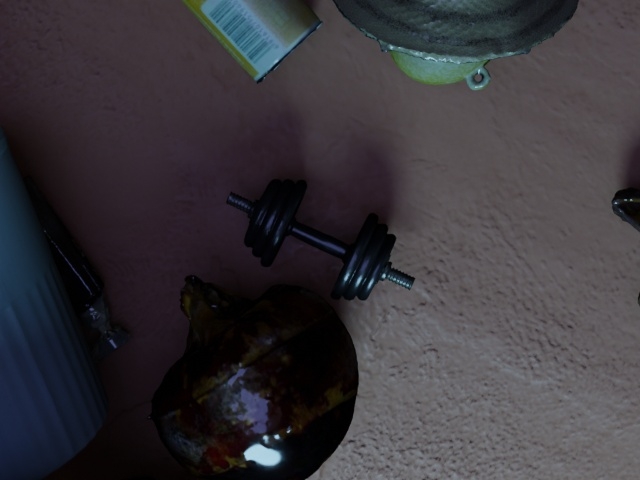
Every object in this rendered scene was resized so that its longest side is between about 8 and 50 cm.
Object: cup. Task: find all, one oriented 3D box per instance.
[{"bbox_3d":[-0.403,0.089,1.353,0.331,0.257,0.311,-16,109,14],"label":"cup"}]

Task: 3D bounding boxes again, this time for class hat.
[{"bbox_3d":[0.126,-0.287,1.268,0.252,0.252,0.110,7,145,3],"label":"hat"}]

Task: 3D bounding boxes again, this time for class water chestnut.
[{"bbox_3d":[-0.070,0.138,1.395,0.224,0.223,0.238,-40,89,10],"label":"water chestnut"}]

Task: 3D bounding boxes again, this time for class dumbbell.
[{"bbox_3d":[0.000,0.000,1.413,0.208,0.099,0.099,25,102,0],"label":"dumbbell"}]

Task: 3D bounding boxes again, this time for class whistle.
[{"bbox_3d":[0.103,-0.240,1.369,0.123,0.123,0.223,-34,76,10],"label":"whistle"}]

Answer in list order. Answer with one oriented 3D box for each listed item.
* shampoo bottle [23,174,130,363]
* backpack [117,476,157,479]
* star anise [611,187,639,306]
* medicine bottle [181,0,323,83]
[{"bbox_3d":[-0.275,0.032,1.461,0.063,0.057,0.207,-32,97,10],"label":"shampoo bottle"},{"bbox_3d":[-0.229,0.368,1.349,0.363,0.446,0.255,-27,78,28],"label":"backpack"},{"bbox_3d":[0.394,0.002,1.392,0.214,0.099,0.220,28,107,12],"label":"star anise"},{"bbox_3d":[-0.174,-0.339,1.359,0.108,0.108,0.426,-41,97,11],"label":"medicine bottle"}]
